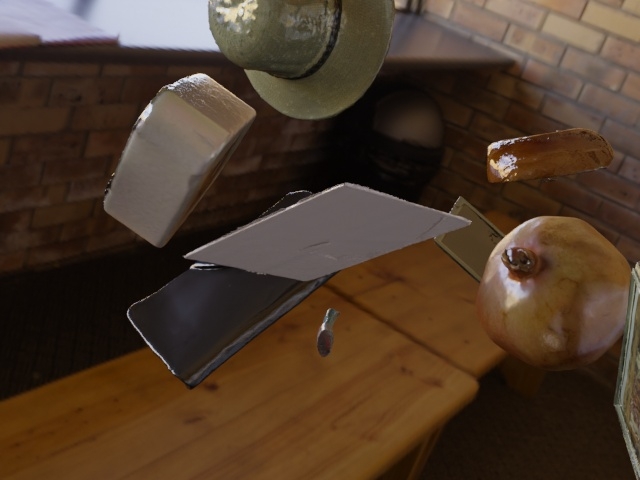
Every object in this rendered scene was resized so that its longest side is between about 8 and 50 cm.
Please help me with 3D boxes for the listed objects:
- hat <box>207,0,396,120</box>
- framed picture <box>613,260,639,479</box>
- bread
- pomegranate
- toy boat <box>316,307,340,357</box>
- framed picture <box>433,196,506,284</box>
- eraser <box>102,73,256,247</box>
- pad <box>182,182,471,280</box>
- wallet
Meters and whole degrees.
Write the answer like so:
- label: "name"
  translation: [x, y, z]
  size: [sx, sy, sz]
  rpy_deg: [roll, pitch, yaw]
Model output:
- label: "hat"
  translation: [-0.052, -0.263, 0.995]
  size: [0.257, 0.257, 0.130]
  rpy_deg: [34, 28, 30]
- label: "framed picture"
  translation: [0.441, 0.198, 1.179]
  size: [0.017, 0.274, 0.217]
  rpy_deg: [-2, 30, 6]
- label: "bread"
  translation: [0.241, -0.096, 0.914]
  size: [0.129, 0.044, 0.126]
  rpy_deg: [-11, 13, 19]
- label: "pomegranate"
  translation: [0.374, 0.081, 1.409]
  size: [0.270, 0.252, 0.229]
  rpy_deg: [45, 5, -39]
- label: "toy boat"
  translation: [0.017, 0.170, 1.784]
  size: [0.034, 0.096, 0.122]
  rpy_deg: [8, 38, 6]
- label: "framed picture"
  translation: [0.367, 0.042, 1.832]
  size: [0.273, 0.016, 0.216]
  rpy_deg: [42, 38, -1]
- label: "eraser"
  translation: [-0.249, -0.164, 1.553]
  size: [0.150, 0.331, 0.331]
  rpy_deg: [35, 22, -2]
- label: "pad"
  translation: [0.000, 0.000, 0.767]
  size: [0.156, 0.232, 0.004]
  rpy_deg: [13, 66, -39]
- label: "wallet"
  translation: [-0.110, 0.060, 1.350]
  size: [0.377, 0.051, 0.197]
  rpy_deg: [-36, 49, -17]
